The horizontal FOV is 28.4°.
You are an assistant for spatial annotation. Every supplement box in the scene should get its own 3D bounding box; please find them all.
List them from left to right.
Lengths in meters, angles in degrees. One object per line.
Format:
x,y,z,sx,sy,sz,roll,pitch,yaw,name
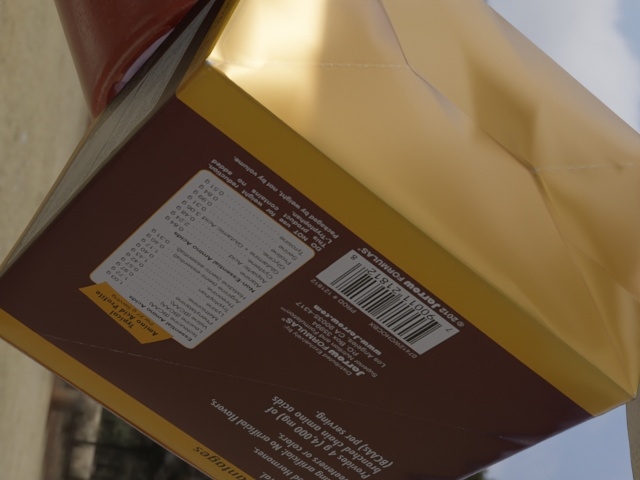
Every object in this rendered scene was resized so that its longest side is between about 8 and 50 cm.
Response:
0.000,0.000,0.515,0.194,0.191,0.129,-37,-158,44,supplement box

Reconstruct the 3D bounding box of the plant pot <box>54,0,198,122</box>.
-0.048,-0.186,0.703,0.272,0.272,0.265,112,-33,-58,plant pot

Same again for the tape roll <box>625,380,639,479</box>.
0.328,0.084,0.555,0.072,0.392,0.392,112,-14,-66,tape roll
